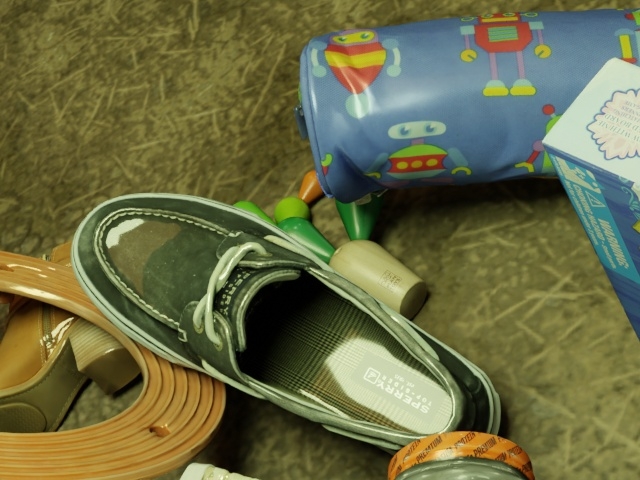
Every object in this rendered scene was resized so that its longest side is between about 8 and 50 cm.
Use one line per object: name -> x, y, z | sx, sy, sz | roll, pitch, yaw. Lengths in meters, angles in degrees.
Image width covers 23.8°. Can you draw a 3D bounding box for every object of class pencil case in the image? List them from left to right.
pencil case -> 0.131, -0.093, 1.074 | 0.306, 0.133, 0.119 | -5, 34, 3

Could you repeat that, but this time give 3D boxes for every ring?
ring -> -0.230, 0.086, 1.038 | 0.336, 0.336, 0.032 | 35, 118, 44

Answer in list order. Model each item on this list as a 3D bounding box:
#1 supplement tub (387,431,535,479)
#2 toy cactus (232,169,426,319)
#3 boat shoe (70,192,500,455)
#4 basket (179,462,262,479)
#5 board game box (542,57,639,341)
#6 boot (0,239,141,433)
supplement tub -> 0.086, 0.216, 0.889 | 0.117, 0.117, 0.190 | -15, 47, 18
toy cactus -> 0.000, 0.000, 1.144 | 0.180, 0.112, 0.219 | 27, 61, 31
boat shoe -> -0.032, 0.045, 1.020 | 0.335, 0.119, 0.121 | 23, 80, 18
basket -> -0.050, 0.241, 0.951 | 0.103, 0.113, 0.167 | 5, 56, 28
board game box -> 0.290, 0.078, 0.748 | 0.066, 0.319, 0.318 | -49, 46, -13
boot -> -0.238, 0.086, 1.220 | 0.197, 0.073, 0.152 | -25, 43, -2
